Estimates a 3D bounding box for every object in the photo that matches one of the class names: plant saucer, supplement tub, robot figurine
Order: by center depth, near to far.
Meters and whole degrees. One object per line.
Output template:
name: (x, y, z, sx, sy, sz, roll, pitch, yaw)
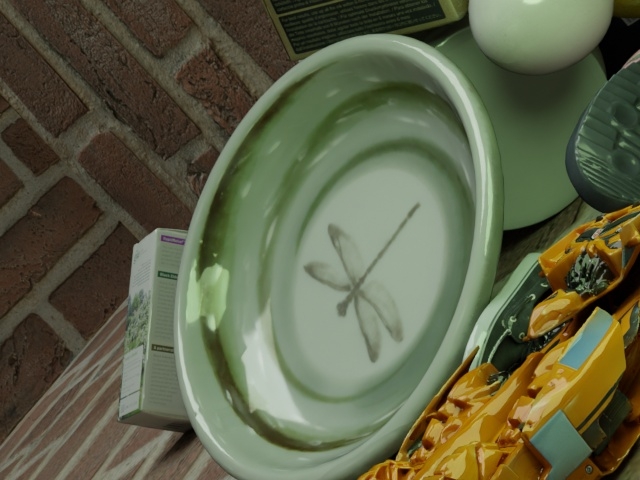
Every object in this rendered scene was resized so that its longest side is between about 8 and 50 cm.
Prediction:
robot figurine: (0.150, 0.076, 0.964, 0.291, 0.085, 0.211, -47, 10, -28)
plant saucer: (0.029, 0.025, 1.360, 0.400, 0.100, 0.400, -23, 59, 43)
supplement tub: (0.145, -0.160, 1.576, 0.241, 0.241, 0.331, -42, 20, 9)

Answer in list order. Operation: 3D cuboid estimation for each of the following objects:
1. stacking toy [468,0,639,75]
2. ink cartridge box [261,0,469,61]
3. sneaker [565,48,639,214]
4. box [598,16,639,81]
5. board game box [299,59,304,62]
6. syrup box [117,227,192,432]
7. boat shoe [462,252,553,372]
stacking toy: (0.282, -0.317, 1.377, 0.480, 0.350, 0.350, -45, 8, -27)
ink cartridge box: (0.081, -0.270, 1.453, 0.193, 0.088, 0.235, -8, 30, 38)
sneaker: (0.271, -0.091, 1.256, 0.319, 0.112, 0.131, -42, -10, -41)
box: (0.339, -0.259, 1.751, 0.184, 0.103, 0.261, -50, 9, -29)
board game box: (0.184, -0.299, 2.072, 0.390, 0.050, 0.390, -24, -10, 11)
syrup box: (-0.187, 0.112, 1.976, 0.093, 0.096, 0.237, -30, 52, 60)
boat shoe: (0.150, 0.062, 1.188, 0.040, 0.049, 0.142, 12, 50, 32)
